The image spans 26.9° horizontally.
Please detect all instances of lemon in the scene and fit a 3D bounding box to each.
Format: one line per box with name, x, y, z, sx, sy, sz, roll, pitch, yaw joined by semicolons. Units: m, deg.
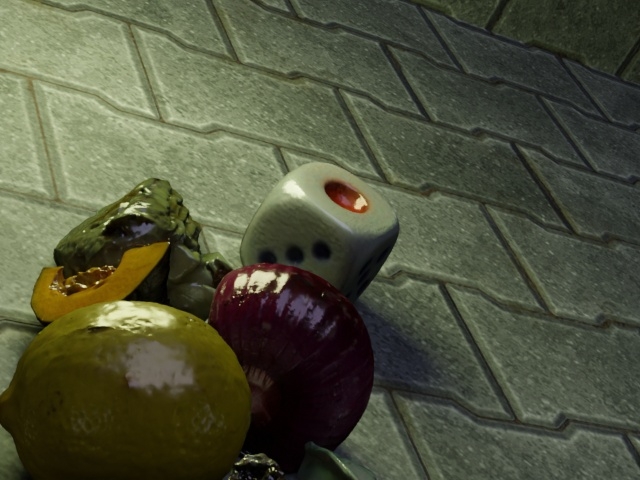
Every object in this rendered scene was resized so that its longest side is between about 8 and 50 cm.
lemon;-0.222;0.192;1.551;0.283;0.261;0.260;14;29;-1

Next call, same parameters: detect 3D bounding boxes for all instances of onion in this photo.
onion;-0.045;0.158;1.809;0.256;0.230;0.272;18;25;-24

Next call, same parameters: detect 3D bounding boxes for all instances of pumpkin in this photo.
pumpkin;-0.257;0.108;1.724;0.163;0.278;0.111;47;49;-31

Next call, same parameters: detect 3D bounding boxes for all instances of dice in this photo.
dice;0.000;0.000;2.146;0.193;0.192;0.194;38;30;11

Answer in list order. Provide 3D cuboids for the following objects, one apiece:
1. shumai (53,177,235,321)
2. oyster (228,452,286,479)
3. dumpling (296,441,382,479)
shumai;-0.246;0.036;1.909;0.218;0.189;0.256;48;18;-12
oyster;-0.046;0.380;1.604;0.223;0.083;0.214;36;30;-3
dumpling;0.051;0.330;1.685;0.104;0.149;0.217;-20;65;-46
